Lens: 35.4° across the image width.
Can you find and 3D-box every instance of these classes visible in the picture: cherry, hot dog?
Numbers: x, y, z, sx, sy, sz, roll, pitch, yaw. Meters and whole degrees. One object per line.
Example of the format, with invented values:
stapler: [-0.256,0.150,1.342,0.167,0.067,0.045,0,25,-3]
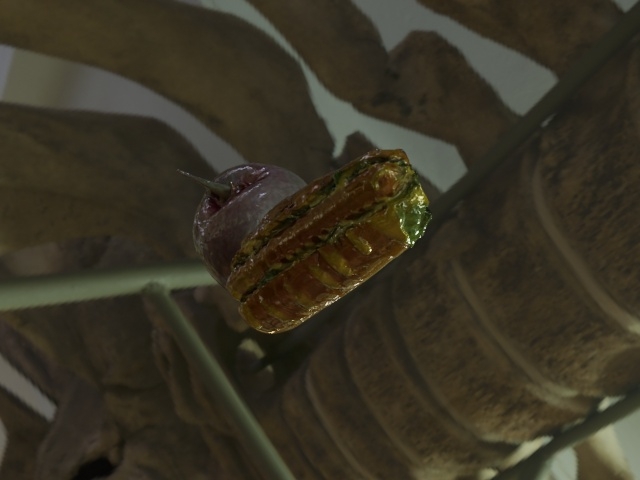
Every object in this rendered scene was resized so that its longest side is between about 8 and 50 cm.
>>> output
cherry: [-0.074,-0.006,1.376,0.266,0.183,0.213,40,10,-27]
hot dog: [0.000,0.000,0.968,0.269,0.072,0.115,-40,-124,38]
